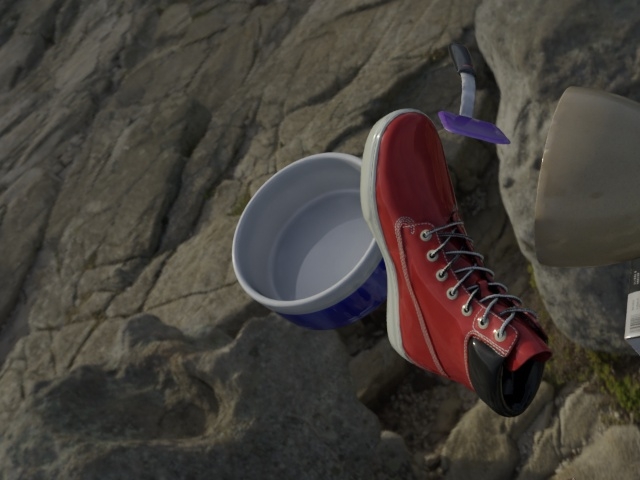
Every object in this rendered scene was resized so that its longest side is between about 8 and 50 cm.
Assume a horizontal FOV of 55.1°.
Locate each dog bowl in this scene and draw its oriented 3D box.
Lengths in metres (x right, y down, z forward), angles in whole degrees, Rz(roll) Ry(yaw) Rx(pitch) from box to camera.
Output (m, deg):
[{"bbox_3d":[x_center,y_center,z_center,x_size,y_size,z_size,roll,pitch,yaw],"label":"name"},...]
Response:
[{"bbox_3d":[0.000,0.000,0.948,0.265,0.104,0.265,-16,55,23],"label":"dog bowl"}]

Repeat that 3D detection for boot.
[{"bbox_3d":[0.116,0.014,0.501,0.088,0.244,0.176,-17,17,-21],"label":"boot"}]

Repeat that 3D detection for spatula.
[{"bbox_3d":[0.193,-0.201,0.809,0.084,0.030,0.296,13,42,-4],"label":"spatula"}]

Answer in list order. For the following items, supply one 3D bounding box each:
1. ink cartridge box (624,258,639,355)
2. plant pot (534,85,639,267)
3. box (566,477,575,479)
[{"bbox_3d":[0.660,0.198,1.075,0.069,0.371,0.176,-27,30,48],"label":"ink cartridge box"},{"bbox_3d":[0.456,-0.084,0.924,0.191,0.284,0.284,11,61,31],"label":"plant pot"},{"bbox_3d":[0.416,0.678,1.269,0.381,0.143,0.191,-34,79,12],"label":"box"}]
